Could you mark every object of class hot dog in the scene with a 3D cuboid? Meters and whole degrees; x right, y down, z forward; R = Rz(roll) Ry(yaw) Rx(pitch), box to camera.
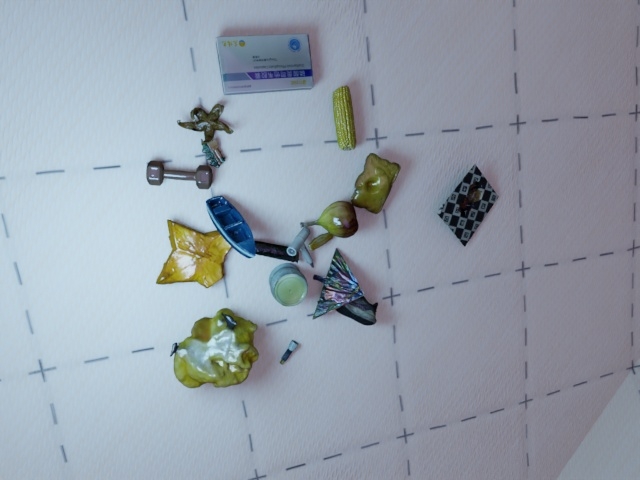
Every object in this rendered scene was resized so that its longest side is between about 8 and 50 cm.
[{"bbox_3d":[-0.001,0.000,1.684,0.137,0.028,0.044,-34,102,-34],"label":"hot dog"}]

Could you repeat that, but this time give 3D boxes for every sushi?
[{"bbox_3d":[0.657,-0.162,1.852,0.264,0.050,0.290,40,84,-31],"label":"sushi"}]

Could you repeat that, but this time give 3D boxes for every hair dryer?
[{"bbox_3d":[-0.065,0.062,1.659,0.044,0.155,0.183,-4,120,28],"label":"hair dryer"}]

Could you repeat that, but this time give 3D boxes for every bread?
[{"bbox_3d":[0.220,-0.236,1.705,0.161,0.088,0.233,22,94,-12],"label":"bread"}]

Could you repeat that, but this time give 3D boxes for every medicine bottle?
[{"bbox_3d":[-0.130,0.177,1.637,0.147,0.143,0.147,-3,103,-12],"label":"medicine bottle"}]

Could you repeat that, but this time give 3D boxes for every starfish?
[{"bbox_3d":[-0.424,-0.423,1.501,0.190,0.074,0.146,-14,91,-14],"label":"starfish"}]

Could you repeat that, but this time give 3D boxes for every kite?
[{"bbox_3d":[0.074,0.198,1.706,0.234,0.016,0.321,17,85,14],"label":"kite"}]

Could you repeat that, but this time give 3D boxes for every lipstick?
[{"bbox_3d":[-0.139,0.480,1.736,0.037,0.037,0.116,34,93,-17],"label":"lipstick"}]

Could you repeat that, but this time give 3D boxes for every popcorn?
[{"bbox_3d":[-0.386,0.412,1.565,0.316,0.281,0.297,-7,61,13],"label":"popcorn"}]

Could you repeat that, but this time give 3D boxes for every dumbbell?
[{"bbox_3d":[-0.517,-0.240,1.504,0.231,0.082,0.092,3,98,-16],"label":"dumbbell"}]

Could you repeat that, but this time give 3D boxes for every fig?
[{"bbox_3d":[0.045,-0.092,1.647,0.231,0.160,0.143,13,138,-14],"label":"fig"}]

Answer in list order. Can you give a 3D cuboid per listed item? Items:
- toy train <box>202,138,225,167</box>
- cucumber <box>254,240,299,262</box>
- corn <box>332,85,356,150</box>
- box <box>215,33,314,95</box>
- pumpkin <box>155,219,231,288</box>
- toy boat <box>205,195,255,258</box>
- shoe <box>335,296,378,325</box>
[{"bbox_3d":[-0.403,-0.327,1.545,0.064,0.044,0.103,-34,105,-19],"label":"toy train"},{"bbox_3d":[-0.198,0.041,1.640,0.245,0.067,0.067,11,95,-18],"label":"cucumber"},{"bbox_3d":[0.095,-0.486,1.636,0.081,0.081,0.248,-11,102,-13],"label":"corn"},{"bbox_3d":[-0.205,-0.662,1.536,0.343,0.065,0.200,-9,100,-14],"label":"box"},{"bbox_3d":[-0.455,0.055,1.558,0.290,0.095,0.258,9,90,-19],"label":"pumpkin"},{"bbox_3d":[-0.325,-0.042,1.513,0.096,0.061,0.299,-23,64,-36],"label":"toy boat"},{"bbox_3d":[0.149,0.275,1.760,0.227,0.099,0.112,31,57,2],"label":"shoe"}]
